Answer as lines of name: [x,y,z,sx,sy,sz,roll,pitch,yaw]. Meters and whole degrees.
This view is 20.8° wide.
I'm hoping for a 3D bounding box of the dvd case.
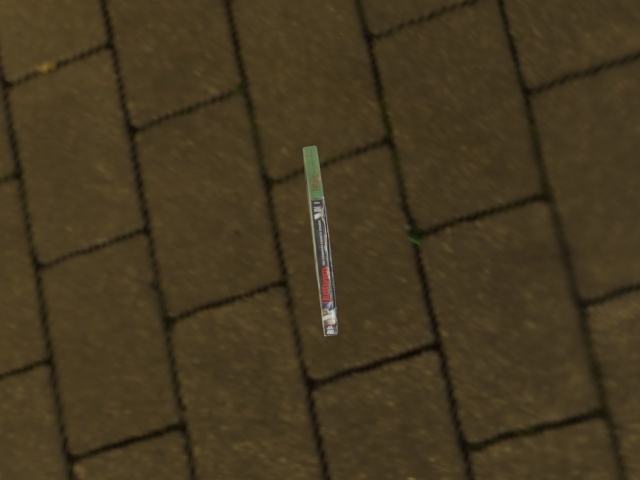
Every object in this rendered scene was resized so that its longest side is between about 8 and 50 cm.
dvd case: [0.000,0.000,1.327,0.013,0.119,0.087,-7,31,0]
